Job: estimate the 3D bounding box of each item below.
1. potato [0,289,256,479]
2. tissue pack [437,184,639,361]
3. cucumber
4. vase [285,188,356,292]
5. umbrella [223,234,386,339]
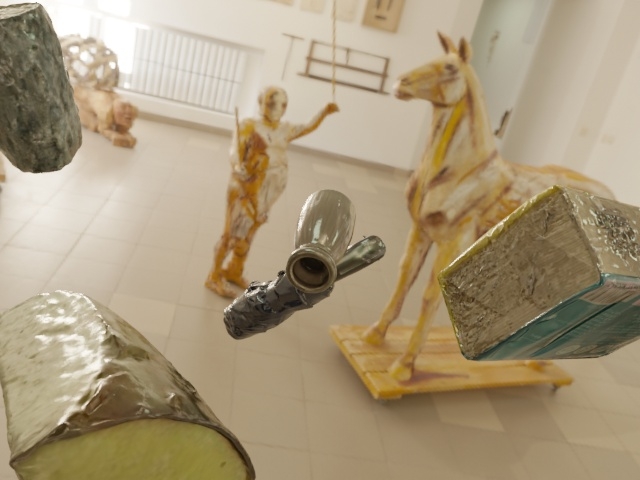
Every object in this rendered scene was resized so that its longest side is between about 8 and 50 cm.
[{"bbox_3d":[-0.173,0.115,0.488,0.112,0.269,0.255,-35,51,-23],"label":"potato"},{"bbox_3d":[0.185,0.029,0.447,0.169,0.120,0.082,6,53,-35],"label":"tissue pack"},{"bbox_3d":[-0.200,-0.103,0.418,0.064,0.112,0.064,2,46,-2],"label":"cucumber"},{"bbox_3d":[0.000,0.000,0.550,0.053,0.053,0.101,16,34,2],"label":"vase"},{"bbox_3d":[-0.029,0.051,0.726,0.071,0.248,0.071,24,50,-32],"label":"umbrella"}]
